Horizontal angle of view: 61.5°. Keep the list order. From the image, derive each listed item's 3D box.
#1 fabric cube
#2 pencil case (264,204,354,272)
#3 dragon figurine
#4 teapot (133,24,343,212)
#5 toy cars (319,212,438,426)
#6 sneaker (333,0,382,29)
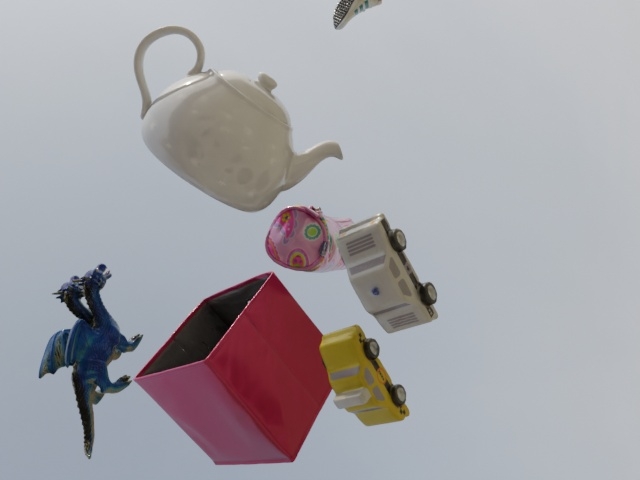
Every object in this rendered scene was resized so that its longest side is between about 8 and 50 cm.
[{"bbox_3d":[-0.153,0.260,1.083,0.258,0.254,0.259,52,-138,-16],"label":"fabric cube"},{"bbox_3d":[0.000,0.000,1.026,0.284,0.124,0.124,11,-97,-72],"label":"pencil case"},{"bbox_3d":[-0.361,0.173,0.811,0.144,0.085,0.289,43,-143,-34],"label":"dragon figurine"},{"bbox_3d":[-0.137,-0.179,0.830,0.187,0.252,0.256,-54,-33,11],"label":"teapot"},{"bbox_3d":[0.077,0.152,0.840,0.087,0.176,0.393,-44,-32,-55],"label":"toy cars"},{"bbox_3d":[0.091,-0.511,1.162,0.075,0.161,0.057,9,-123,-29],"label":"sneaker"}]
